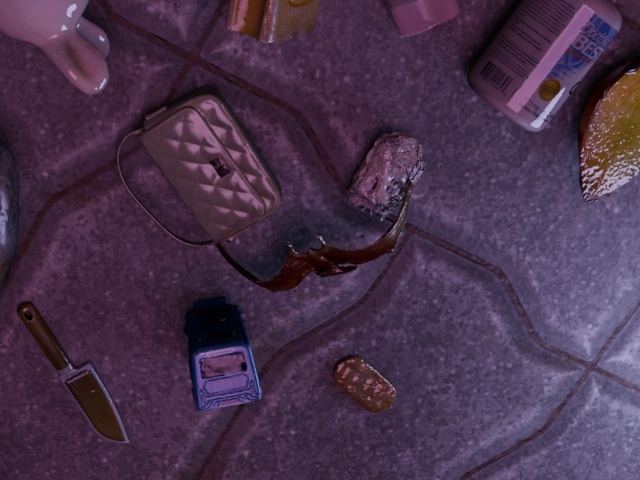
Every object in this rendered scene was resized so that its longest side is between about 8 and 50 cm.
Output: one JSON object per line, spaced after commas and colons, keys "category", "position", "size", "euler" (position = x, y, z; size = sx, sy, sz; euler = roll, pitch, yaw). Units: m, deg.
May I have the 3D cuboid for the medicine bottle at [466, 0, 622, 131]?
{"category": "medicine bottle", "position": [0.377, -0.329, 1.897], "size": [0.157, 0.157, 0.289], "euler": [29, 107, -23]}

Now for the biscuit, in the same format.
{"category": "biscuit", "position": [0.084, 0.270, 2.209], "size": [0.071, 0.018, 0.147], "euler": [-42, 117, 9]}

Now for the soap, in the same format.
{"category": "soap", "position": [-0.049, -0.441, 1.744], "size": [0.089, 0.173, 0.274], "euler": [22, 116, 21]}

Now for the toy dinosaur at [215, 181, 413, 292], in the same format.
{"category": "toy dinosaur", "position": [0.003, -0.004, 1.985], "size": [0.327, 0.113, 0.206], "euler": [-28, 156, 37]}

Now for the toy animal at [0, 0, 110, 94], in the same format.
{"category": "toy animal", "position": [-0.454, -0.359, 1.694], "size": [0.367, 0.196, 0.241], "euler": [30, 114, -21]}

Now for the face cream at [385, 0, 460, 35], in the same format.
{"category": "face cream", "position": [0.126, -0.453, 1.831], "size": [0.107, 0.073, 0.269], "euler": [-23, 118, 5]}

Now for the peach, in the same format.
{"category": "peach", "position": [0.518, -0.198, 2.044], "size": [0.189, 0.068, 0.279], "euler": [21, 108, -29]}

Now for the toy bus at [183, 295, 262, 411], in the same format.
{"category": "toy bus", "position": [-0.170, 0.193, 1.995], "size": [0.113, 0.246, 0.134], "euler": [-10, 106, -6]}

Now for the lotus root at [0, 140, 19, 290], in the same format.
{"category": "lotus root", "position": [-0.547, -0.046, 1.836], "size": [0.175, 0.175, 0.349], "euler": [6, 115, -14]}

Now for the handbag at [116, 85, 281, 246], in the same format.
{"category": "handbag", "position": [-0.203, -0.105, 1.922], "size": [0.219, 0.079, 0.256], "euler": [-32, 109, 8]}

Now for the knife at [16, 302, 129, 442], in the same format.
{"category": "knife", "position": [-0.429, 0.241, 2.083], "size": [0.061, 0.027, 0.343], "euler": [-27, 118, -3]}

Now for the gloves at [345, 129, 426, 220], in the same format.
{"category": "gloves", "position": [0.120, -0.111, 1.999], "size": [0.114, 0.070, 0.153], "euler": [25, 108, -22]}
